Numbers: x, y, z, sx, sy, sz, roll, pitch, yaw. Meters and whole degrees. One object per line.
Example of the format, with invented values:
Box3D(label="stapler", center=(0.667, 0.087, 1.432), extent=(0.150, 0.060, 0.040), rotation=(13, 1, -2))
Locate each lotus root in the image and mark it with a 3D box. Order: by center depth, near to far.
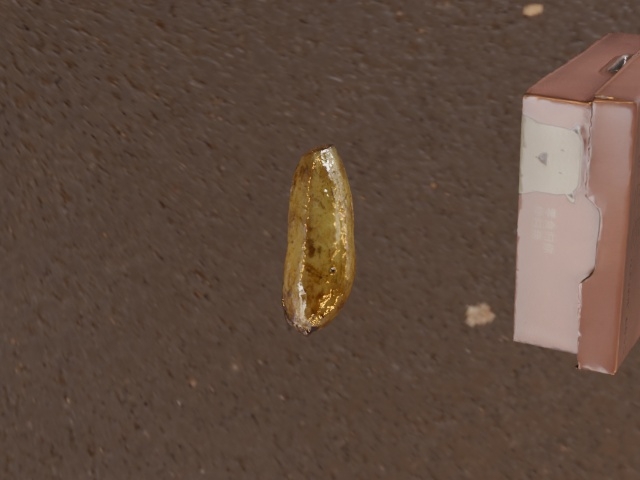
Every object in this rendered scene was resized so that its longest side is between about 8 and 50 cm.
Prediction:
Box3D(label="lotus root", center=(0.000, 0.000, 1.761), extent=(0.097, 0.110, 0.258), rotation=(4, 94, 11))

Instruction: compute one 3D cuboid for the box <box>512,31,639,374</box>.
Box3D(label="box", center=(0.224, -0.039, 1.021), extent=(0.215, 0.086, 0.215), rotation=(-38, 132, -53))
